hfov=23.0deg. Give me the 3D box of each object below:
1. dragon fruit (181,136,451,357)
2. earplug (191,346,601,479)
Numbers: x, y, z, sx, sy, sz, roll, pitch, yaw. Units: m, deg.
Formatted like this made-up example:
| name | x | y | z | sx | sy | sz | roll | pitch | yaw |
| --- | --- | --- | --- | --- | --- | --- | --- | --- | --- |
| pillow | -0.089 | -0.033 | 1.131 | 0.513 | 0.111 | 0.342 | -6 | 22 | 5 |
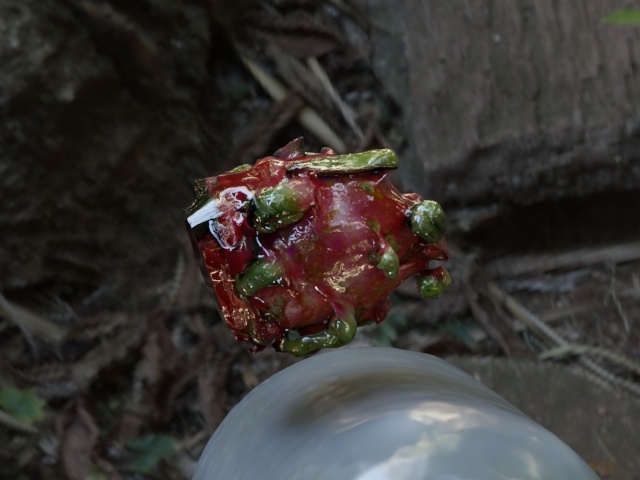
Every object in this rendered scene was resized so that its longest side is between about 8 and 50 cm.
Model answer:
| name | x | y | z | sx | sy | sz | roll | pitch | yaw |
| --- | --- | --- | --- | --- | --- | --- | --- | --- | --- |
| dragon fruit | 0.000 | 0.000 | 1.126 | 0.172 | 0.166 | 0.160 | -22 | 77 | -7 |
| earplug | 0.073 | 0.250 | 1.154 | 0.312 | 0.394 | 0.313 | 0 | 92 | -10 |
